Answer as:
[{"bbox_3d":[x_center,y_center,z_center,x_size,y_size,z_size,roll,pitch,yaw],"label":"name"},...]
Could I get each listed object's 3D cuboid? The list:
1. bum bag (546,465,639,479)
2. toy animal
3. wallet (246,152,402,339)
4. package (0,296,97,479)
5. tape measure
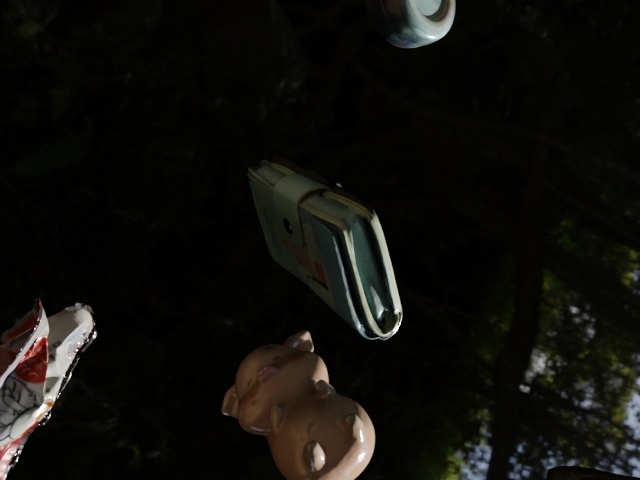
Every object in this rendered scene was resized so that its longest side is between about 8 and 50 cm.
[{"bbox_3d":[0.236,0.185,0.490,0.060,0.233,0.106,56,41,-55],"label":"bum bag"},{"bbox_3d":[-0.026,0.240,1.246,0.250,0.167,0.154,45,-26,43],"label":"toy animal"},{"bbox_3d":[0.000,0.000,1.104,0.250,0.075,0.176,36,-32,55],"label":"wallet"},{"bbox_3d":[-0.295,0.172,0.795,0.269,0.071,0.194,-56,163,-1],"label":"package"},{"bbox_3d":[0.044,-0.247,0.915,0.180,0.104,0.107,4,-115,32],"label":"tape measure"}]
